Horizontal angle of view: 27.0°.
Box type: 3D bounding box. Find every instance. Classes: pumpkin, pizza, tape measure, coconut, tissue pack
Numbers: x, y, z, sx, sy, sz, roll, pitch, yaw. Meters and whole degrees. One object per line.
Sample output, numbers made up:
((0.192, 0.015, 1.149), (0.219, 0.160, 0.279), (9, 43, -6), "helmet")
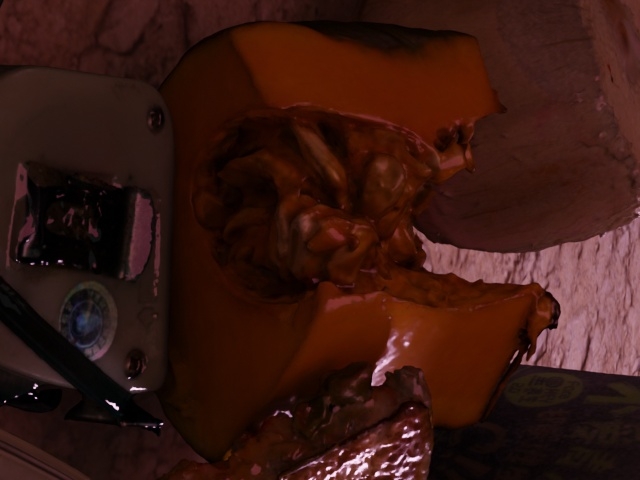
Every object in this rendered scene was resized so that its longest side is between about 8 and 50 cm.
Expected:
((0.000, 0.000, 0.937), (0.225, 0.256, 0.303), (0, 70, -39), "pumpkin")
((-0.026, 0.160, 0.834), (0.226, 0.069, 0.147), (-28, 132, -13), "pizza")
((-0.175, 0.012, 0.813), (0.207, 0.115, 0.235), (0, 92, -57), "tape measure")
((0.150, -0.134, 1.141), (0.297, 0.255, 0.297), (36, 45, -46), "coconut")
((0.179, 0.214, 1.083), (0.288, 0.394, 0.124), (-39, 123, -48), "tissue pack")

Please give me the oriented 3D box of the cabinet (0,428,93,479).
((-0.249, 0.173, 0.543), (0.290, 0.318, 0.227), (46, 57, -45), "cabinet")

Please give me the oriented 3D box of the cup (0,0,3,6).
((-0.233, -0.153, 0.687), (0.199, 0.150, 0.199), (-7, 98, -55), "cup")
